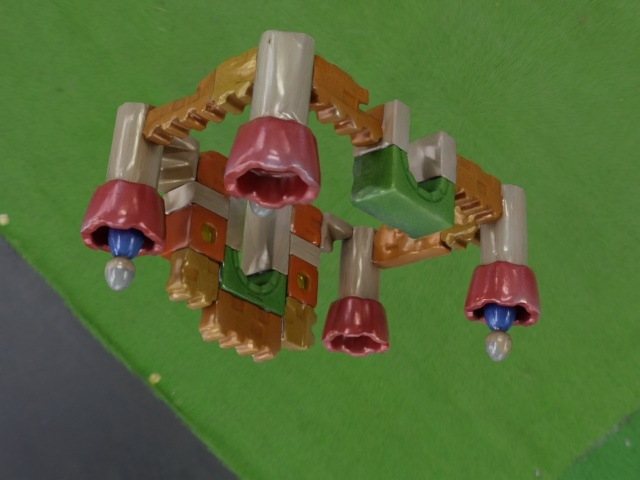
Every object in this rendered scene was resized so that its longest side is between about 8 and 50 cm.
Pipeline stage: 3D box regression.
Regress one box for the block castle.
[{"bbox_3d":[0.000,0.000,1.119,0.303,0.453,0.212,-16,59,38],"label":"block castle"}]
